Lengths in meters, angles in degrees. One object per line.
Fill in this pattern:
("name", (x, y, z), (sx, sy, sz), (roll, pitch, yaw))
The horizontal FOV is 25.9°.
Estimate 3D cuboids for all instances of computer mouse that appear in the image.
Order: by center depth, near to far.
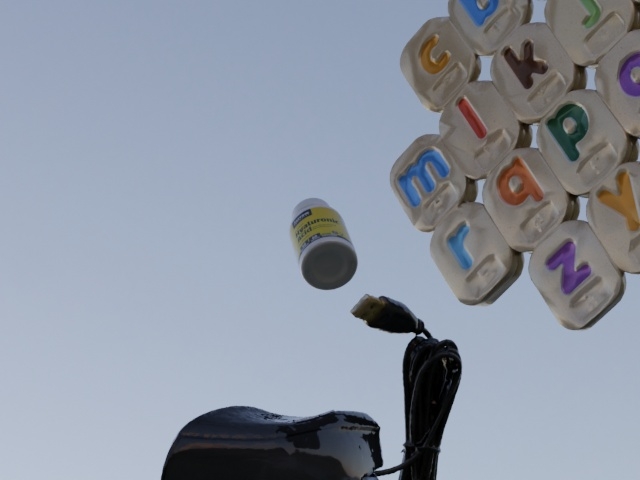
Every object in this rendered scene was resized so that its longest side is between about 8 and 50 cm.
("computer mouse", (0.015, 0.123, 0.916), (0.060, 0.184, 0.262), (5, -7, 44))

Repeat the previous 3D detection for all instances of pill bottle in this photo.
("pill bottle", (0.000, 0.000, 1.534), (0.065, 0.116, 0.065), (-5, -61, -9))

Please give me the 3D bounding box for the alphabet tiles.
("alphabet tiles", (0.167, -0.090, 0.956), (0.021, 0.278, 0.284), (13, -52, -45))
